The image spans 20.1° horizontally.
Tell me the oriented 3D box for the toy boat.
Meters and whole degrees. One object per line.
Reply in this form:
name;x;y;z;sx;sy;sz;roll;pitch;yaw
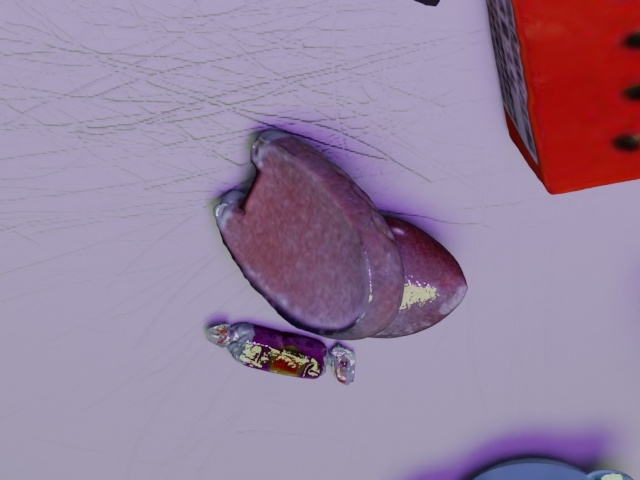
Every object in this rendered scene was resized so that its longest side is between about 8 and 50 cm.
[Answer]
toy boat;0.000;0.000;1.766;0.085;0.227;0.155;-7;137;-51

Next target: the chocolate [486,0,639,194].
chocolate;0.324;-0.224;1.643;0.341;0.161;0.360;-10;127;5

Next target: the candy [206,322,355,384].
candy;-0.040;0.121;1.931;0.175;0.043;0.045;13;114;-15

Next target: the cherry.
cherry;0.074;0.011;1.823;0.115;0.148;0.188;-17;115;-49

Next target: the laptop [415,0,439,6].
laptop;0.031;-0.295;1.609;0.197;0.016;0.135;21;126;8

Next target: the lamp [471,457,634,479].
lamp;0.219;0.343;2.059;0.284;0.147;0.209;-15;125;-6
